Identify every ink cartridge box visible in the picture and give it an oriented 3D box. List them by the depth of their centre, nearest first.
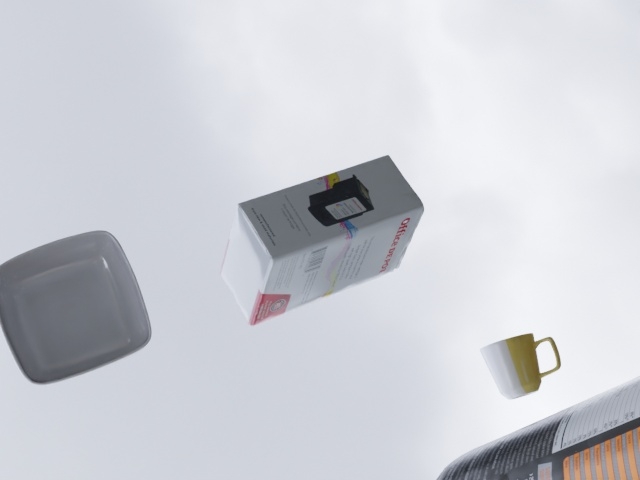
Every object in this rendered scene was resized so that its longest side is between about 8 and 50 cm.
[{"bbox_3d":[0.000,0.000,1.244,0.175,0.127,0.072,-20,-118,-26],"label":"ink cartridge box"}]

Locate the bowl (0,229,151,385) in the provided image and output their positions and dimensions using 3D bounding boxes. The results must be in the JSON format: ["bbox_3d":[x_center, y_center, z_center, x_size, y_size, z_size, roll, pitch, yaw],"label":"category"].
[{"bbox_3d":[-0.252,0.072,1.273,0.053,0.142,0.142,110,139,-70],"label":"bowl"}]

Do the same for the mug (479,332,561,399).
[{"bbox_3d":[0.219,0.139,1.383,0.062,0.078,0.064,-8,-105,-32],"label":"mug"}]

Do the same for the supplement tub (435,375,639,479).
[{"bbox_3d":[0.239,0.191,0.864,0.194,0.316,0.193,26,-132,-33],"label":"supplement tub"}]
